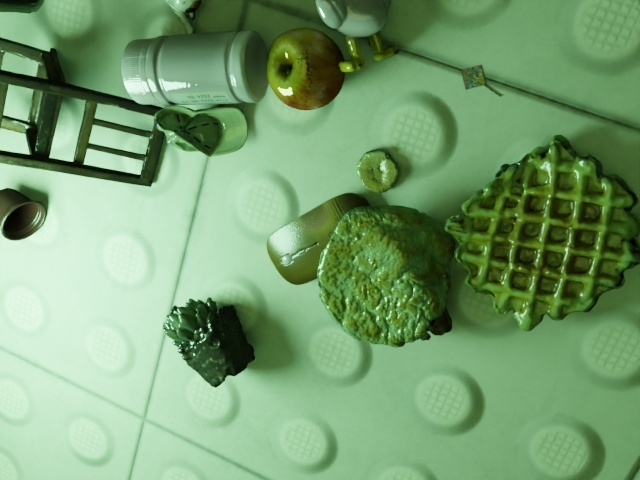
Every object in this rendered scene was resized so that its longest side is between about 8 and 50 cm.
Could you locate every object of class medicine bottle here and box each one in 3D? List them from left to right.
[{"bbox_3d":[-0.232,-0.321,1.217,0.250,0.133,0.133,2,106,16],"label":"medicine bottle"}]

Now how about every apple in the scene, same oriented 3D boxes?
[{"bbox_3d":[-0.022,-0.305,1.161,0.147,0.146,0.146,5,107,17],"label":"apple"}]

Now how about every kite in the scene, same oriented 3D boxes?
[{"bbox_3d":[0.276,-0.271,1.133,0.044,0.002,0.078,-34,93,24],"label":"kite"}]

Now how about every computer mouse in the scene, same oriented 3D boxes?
[{"bbox_3d":[0.000,0.000,1.276,0.245,0.056,0.125,-28,95,25],"label":"computer mouse"}]

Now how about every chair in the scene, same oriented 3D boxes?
[{"bbox_3d":[-0.552,-0.269,1.325,0.240,0.416,0.203,49,123,50],"label":"chair"}]

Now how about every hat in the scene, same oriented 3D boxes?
[{"bbox_3d":[-0.228,-0.226,1.269,0.166,0.081,0.122,-14,125,4],"label":"hat"}]

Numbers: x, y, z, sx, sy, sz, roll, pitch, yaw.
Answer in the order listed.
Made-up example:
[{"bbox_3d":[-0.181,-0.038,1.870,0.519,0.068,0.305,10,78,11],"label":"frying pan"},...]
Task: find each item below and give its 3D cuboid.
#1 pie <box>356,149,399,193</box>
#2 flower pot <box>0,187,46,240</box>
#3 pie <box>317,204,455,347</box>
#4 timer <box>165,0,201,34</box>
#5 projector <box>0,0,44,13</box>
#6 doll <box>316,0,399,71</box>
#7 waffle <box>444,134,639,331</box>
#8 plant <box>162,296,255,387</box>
[{"bbox_3d":[0.107,-0.131,1.221,0.085,0.020,0.084,4,105,18],"label":"pie"},{"bbox_3d":[-0.694,-0.068,1.469,0.089,0.111,0.111,39,114,21],"label":"flower pot"},{"bbox_3d":[0.122,0.068,1.208,0.257,0.105,0.274,0,106,0],"label":"pie"},{"bbox_3d":[-0.327,-0.505,1.207,0.266,0.175,0.175,29,113,-11],"label":"timer"},{"bbox_3d":[-0.709,-0.569,1.238,0.249,0.248,0.248,7,107,16],"label":"projector"},{"bbox_3d":[0.033,-0.473,1.079,0.094,0.160,0.365,-7,108,59],"label":"doll"},{"bbox_3d":[0.393,-0.005,1.136,0.317,0.073,0.297,-38,90,21],"label":"waffle"},{"bbox_3d":[-0.234,0.204,1.373,0.132,0.129,0.194,-34,96,21],"label":"plant"}]
